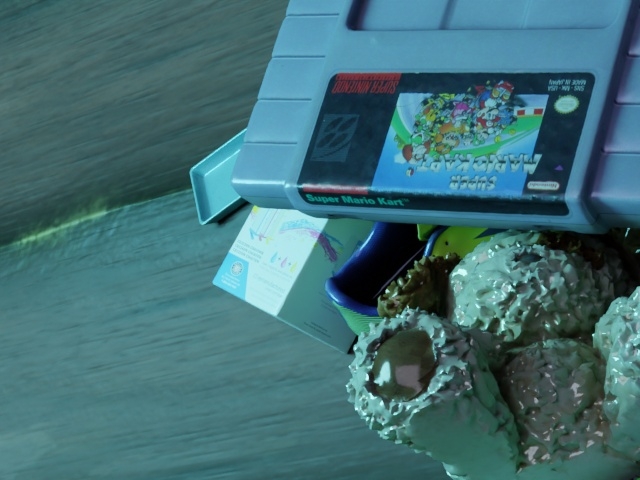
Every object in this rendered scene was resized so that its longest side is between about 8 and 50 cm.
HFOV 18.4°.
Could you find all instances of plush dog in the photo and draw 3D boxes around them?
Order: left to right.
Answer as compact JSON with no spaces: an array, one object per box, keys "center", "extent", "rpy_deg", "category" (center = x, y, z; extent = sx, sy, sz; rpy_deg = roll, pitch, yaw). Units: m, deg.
[{"center":[0.159,0.079,1.360],"extent":[0.262,0.211,0.225],"rpy_deg":[-9,42,9],"category":"plush dog"}]

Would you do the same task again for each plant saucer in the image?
[{"center":[-0.036,-0.085,1.725],"extent":[0.192,0.018,0.067],"rpy_deg":[-34,48,24],"category":"plant saucer"}]

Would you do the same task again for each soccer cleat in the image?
[{"center":[0.122,-0.032,1.466],"extent":[0.289,0.121,0.093],"rpy_deg":[-47,43,12],"category":"soccer cleat"}]

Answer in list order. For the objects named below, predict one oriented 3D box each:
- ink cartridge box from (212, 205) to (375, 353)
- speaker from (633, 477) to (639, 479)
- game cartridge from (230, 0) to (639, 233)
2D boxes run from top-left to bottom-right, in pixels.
[{"center":[0.000,0.000,1.588],"extent":[0.092,0.090,0.143],"rpy_deg":[25,86,48],"category":"ink cartridge box"},{"center":[0.191,0.227,1.251],"extent":[0.296,0.131,0.131],"rpy_deg":[-28,50,30],"category":"speaker"},{"center":[0.114,-0.119,1.414],"extent":[0.355,0.068,0.230],"rpy_deg":[3,62,34],"category":"game cartridge"}]
